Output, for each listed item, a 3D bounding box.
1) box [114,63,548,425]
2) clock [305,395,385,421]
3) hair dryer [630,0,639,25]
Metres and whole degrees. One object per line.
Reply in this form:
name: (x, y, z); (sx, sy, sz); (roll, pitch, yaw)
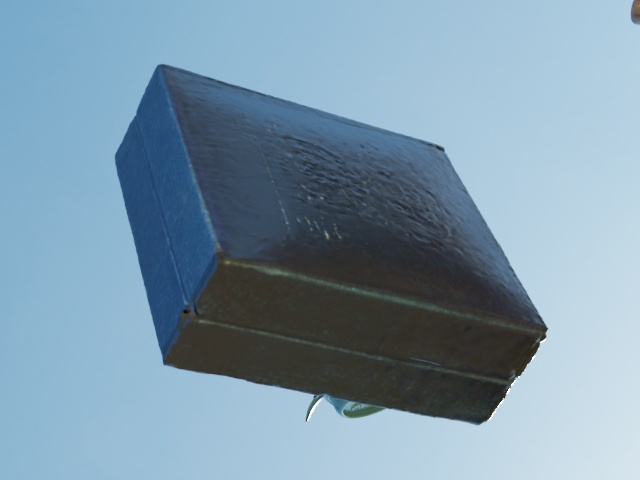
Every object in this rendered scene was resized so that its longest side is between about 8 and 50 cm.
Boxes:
box: (0.000, 0.000, 1.115); (0.278, 0.261, 0.116); (13, -57, -26)
clock: (0.048, 0.146, 1.473); (0.147, 0.108, 0.045); (-13, -119, -24)
hair dryer: (0.395, -0.229, 1.644); (0.037, 0.063, 0.114); (-51, -39, -39)
